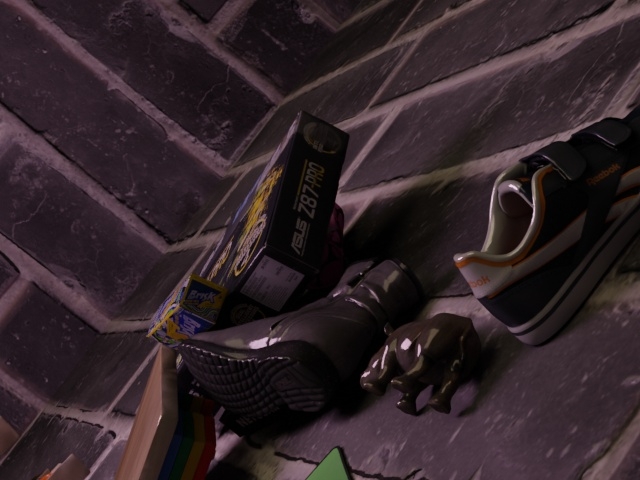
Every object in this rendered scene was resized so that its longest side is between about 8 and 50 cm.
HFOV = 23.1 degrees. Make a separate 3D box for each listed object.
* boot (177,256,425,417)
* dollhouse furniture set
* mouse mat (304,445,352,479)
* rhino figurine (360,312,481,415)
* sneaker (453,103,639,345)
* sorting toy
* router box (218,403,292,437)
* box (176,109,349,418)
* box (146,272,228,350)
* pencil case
[{"bbox_3d":[-0.021,0.118,2.019,0.223,0.118,0.338,-44,26,-29],"label":"boot"},{"bbox_3d":[-0.474,0.418,2.466,0.135,0.259,0.262,-47,6,-37],"label":"dollhouse furniture set"},{"bbox_3d":[-0.018,0.311,1.741,0.152,0.007,0.189,-49,11,5],"label":"mouse mat"},{"bbox_3d":[0.101,0.130,1.700,0.106,0.073,0.243,-57,12,-15],"label":"rhino figurine"},{"bbox_3d":[0.263,-0.056,1.562,0.321,0.127,0.126,-51,11,-13],"label":"sneaker"},{"bbox_3d":[-0.213,0.309,2.107,0.255,0.089,0.257,-109,37,-72],"label":"sorting toy"},{"bbox_3d":[-0.056,0.188,2.153,0.179,0.046,0.133,-34,21,54],"label":"router box"},{"bbox_3d":[-0.099,0.049,2.283,0.395,0.097,0.318,-55,12,40],"label":"box"},{"bbox_3d":[-0.184,0.101,2.155,0.169,0.059,0.054,-40,27,63],"label":"box"},{"bbox_3d":[0.000,0.000,2.418,0.209,0.095,0.098,-95,11,-71],"label":"pencil case"}]
